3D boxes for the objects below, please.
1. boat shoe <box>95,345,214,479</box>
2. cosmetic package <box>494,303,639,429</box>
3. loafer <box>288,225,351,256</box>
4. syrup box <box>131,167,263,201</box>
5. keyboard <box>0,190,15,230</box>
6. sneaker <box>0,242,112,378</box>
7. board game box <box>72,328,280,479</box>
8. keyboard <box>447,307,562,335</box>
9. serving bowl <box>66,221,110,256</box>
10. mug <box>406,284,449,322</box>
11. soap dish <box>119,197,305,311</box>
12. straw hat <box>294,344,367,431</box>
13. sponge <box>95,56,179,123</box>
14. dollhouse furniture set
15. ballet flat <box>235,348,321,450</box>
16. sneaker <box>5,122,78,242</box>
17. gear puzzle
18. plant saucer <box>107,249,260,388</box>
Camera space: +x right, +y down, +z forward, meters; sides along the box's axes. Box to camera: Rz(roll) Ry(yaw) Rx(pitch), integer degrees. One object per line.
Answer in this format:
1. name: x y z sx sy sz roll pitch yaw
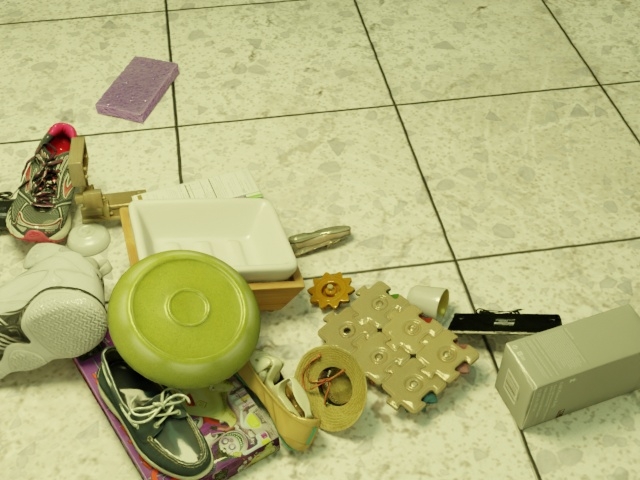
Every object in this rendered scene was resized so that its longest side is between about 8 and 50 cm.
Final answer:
1. boat shoe: -0.253 0.255 1.305 0.095 0.079 0.254 -25 52 -30
2. cosmetic package: 0.414 0.203 1.394 0.238 0.127 0.107 -14 47 -12
3. loafer: 0.000 0.000 1.657 0.125 0.039 0.045 -11 13 -16
4. syrup box: -0.234 -0.053 1.662 0.237 0.093 0.096 -16 48 -16
5. keyboard: -0.639 -0.057 1.697 0.180 0.023 0.108 -1 50 -15
6. sneaker: -0.524 0.123 1.464 0.366 0.137 0.210 -13 30 6
7. board game box: -0.243 0.252 1.396 0.208 0.056 0.347 -29 52 -20
8. keyboard: 0.320 0.152 1.485 0.192 0.038 0.100 0 21 23
9. serving bowl: -0.449 -0.008 1.662 0.083 0.027 0.083 0 45 0
10. mug: 0.191 0.110 1.541 0.064 0.078 0.062 14 79 25
11. soap dish: -0.197 0.030 1.523 0.291 0.118 0.229 -2 40 -21
12. straw hat: 0.031 0.236 1.397 0.144 0.144 0.061 39 17 32
13. sponge: -0.422 -0.353 2.001 0.117 0.031 0.210 12 47 12
14. dollhouse furniture set: -0.407 -0.118 1.664 0.123 0.151 0.144 -7 32 -8
15. ballet flat: -0.070 0.232 1.390 0.080 0.073 0.232 7 35 -49
16. sneaker: -0.536 -0.111 1.677 0.121 0.112 0.299 9 43 -14
17. gear puzzle: 0.095 0.164 1.490 0.175 0.044 0.339 -38 53 -22
18. plant saucer: -0.207 0.111 1.340 0.241 0.037 0.240 8 58 -14
